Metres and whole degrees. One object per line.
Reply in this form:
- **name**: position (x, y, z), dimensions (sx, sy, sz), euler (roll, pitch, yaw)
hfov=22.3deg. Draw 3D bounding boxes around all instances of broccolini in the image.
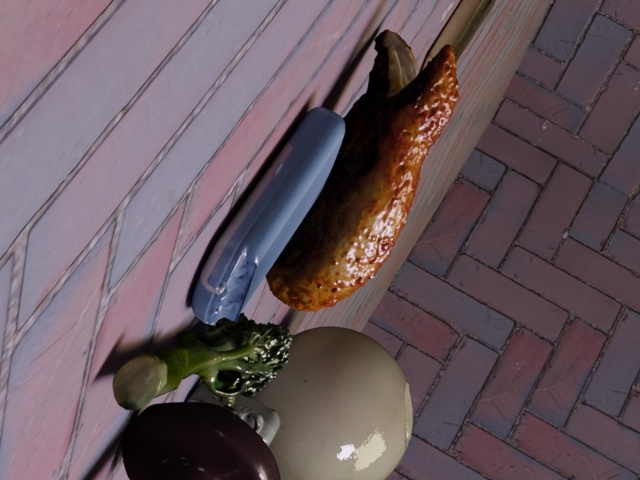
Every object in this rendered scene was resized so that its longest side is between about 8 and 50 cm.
- **broccolini**: position (-0.081, 0.096, 1.282), dimensions (0.074, 0.079, 0.392), euler (-43, 177, 5)

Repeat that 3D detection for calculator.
- **calculator**: position (-0.039, -0.020, 1.316), dimensions (0.210, 0.039, 0.121), euler (-57, 176, -31)

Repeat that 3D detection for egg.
- **egg**: position (0.010, 0.223, 2.083), dimensions (0.219, 0.219, 0.269), euler (-63, 176, 29)

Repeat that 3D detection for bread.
- **bread**: position (0.041, -0.055, 1.436), dimensions (0.269, 0.095, 0.139), euler (-58, -143, 2)

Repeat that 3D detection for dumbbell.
- **dumbbell**: position (-0.133, 0.236, 1.277), dimensions (0.225, 0.140, 0.124), euler (-53, 132, -48)

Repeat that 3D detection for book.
- **book**: position (0.182, -0.272, 2.082), dimensions (0.231, 0.026, 0.161), euler (-57, 174, -26)

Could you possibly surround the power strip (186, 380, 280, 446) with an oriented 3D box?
- **power strip**: position (-0.117, 0.232, 1.638), dimensions (0.288, 0.093, 0.053), euler (-62, 175, 29)
